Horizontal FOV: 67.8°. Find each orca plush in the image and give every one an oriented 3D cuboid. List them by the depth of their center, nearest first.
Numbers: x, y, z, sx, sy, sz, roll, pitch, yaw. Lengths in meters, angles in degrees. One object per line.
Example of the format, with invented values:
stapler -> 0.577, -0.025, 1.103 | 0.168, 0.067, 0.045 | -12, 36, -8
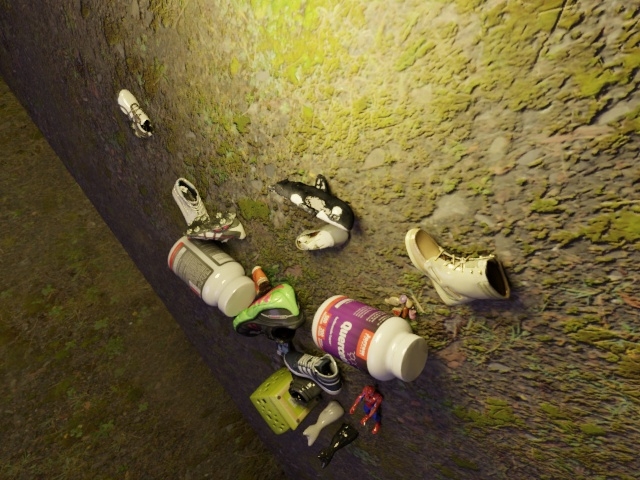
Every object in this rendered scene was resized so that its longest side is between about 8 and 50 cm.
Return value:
orca plush -> -0.012, -0.128, 1.280 | 0.151, 0.102, 0.287 | 19, -170, -43

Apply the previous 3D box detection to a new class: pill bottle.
pill bottle -> 0.139, 0.283, 1.373 | 0.322, 0.181, 0.182 | 16, 134, 45
pill bottle -> -0.447, 0.141, 1.979 | 0.363, 0.210, 0.210 | 36, 146, 26

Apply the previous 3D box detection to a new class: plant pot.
plant pot -> -0.148, 0.726, 2.183 | 0.227, 0.228, 0.207 | 54, 144, -2

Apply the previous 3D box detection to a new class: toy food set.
toy food set -> 0.229, 0.188, 1.312 | 0.078, 0.019, 0.122 | 55, 149, -4

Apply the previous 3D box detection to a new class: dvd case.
dvd case -> -0.165, 0.453, 2.081 | 0.087, 0.013, 0.120 | 12, 109, 48

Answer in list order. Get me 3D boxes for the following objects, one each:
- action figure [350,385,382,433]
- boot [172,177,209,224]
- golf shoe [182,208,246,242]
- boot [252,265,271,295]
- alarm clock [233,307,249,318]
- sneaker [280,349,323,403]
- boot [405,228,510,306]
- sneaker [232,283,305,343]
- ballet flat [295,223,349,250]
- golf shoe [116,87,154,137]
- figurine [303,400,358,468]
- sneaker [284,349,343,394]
action figure -> 0.166, 0.643, 1.763 | 0.091, 0.139, 0.281 | 29, 140, 31
boot -> -0.501, -0.124, 1.888 | 0.258, 0.095, 0.123 | 53, 156, 0
golf shoe -> -0.409, -0.033, 1.808 | 0.272, 0.105, 0.120 | -6, 137, 35
boot -> -0.238, 0.162, 1.887 | 0.085, 0.059, 0.158 | 58, 158, 25
alarm clock -> -0.364, 0.348, 2.235 | 0.192, 0.064, 0.129 | 42, 148, 11
sneaker -> -0.109, 0.583, 2.050 | 0.295, 0.147, 0.105 | 26, 142, 39
boot -> 0.294, 0.049, 1.028 | 0.213, 0.077, 0.165 | 53, 150, -11
sneaker -> -0.204, 0.329, 1.879 | 0.202, 0.185, 0.483 | 55, 151, 3
ballet flat -> 0.000, 0.000, 1.376 | 0.213, 0.068, 0.072 | -10, 114, 56
golf shoe -> -0.694, -0.486, 1.810 | 0.093, 0.077, 0.198 | 10, 138, 34
figurine -> 0.035, 0.834, 2.055 | 0.092, 0.209, 0.215 | -6, 117, 55
sneaker -> -0.034, 0.492, 1.898 | 0.282, 0.099, 0.153 | 25, 145, 27
